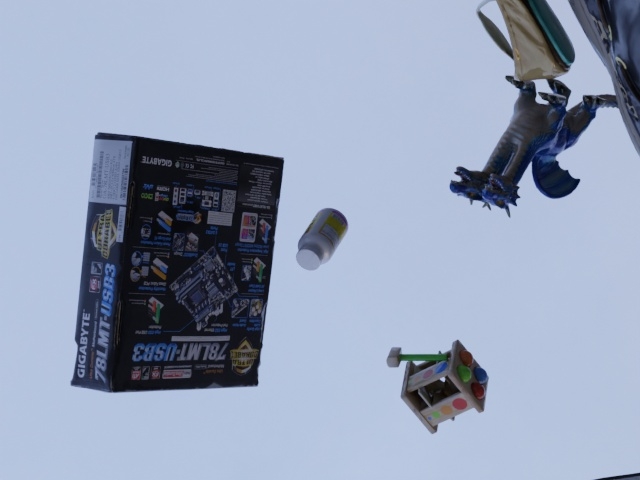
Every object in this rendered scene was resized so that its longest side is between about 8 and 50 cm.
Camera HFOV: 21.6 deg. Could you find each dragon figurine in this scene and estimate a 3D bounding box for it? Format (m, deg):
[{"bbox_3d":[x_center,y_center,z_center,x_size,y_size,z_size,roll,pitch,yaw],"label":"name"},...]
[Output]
[{"bbox_3d":[0.246,-0.102,1.846,0.085,0.144,0.289,28,-159,30],"label":"dragon figurine"}]

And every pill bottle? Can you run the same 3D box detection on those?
[{"bbox_3d":[0.000,0.000,1.967,0.043,0.043,0.083,46,-141,-11],"label":"pill bottle"}]

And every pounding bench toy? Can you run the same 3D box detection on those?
[{"bbox_3d":[0.108,0.121,1.527,0.083,0.065,0.052,50,-151,-22],"label":"pounding bench toy"}]

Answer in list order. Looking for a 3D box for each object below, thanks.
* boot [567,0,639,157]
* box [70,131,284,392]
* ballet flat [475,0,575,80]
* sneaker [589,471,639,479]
[{"bbox_3d":[0.360,-0.181,1.541,0.377,0.138,0.284,63,173,7],"label":"boot"},{"bbox_3d":[-0.165,0.031,1.998,0.295,0.073,0.293,4,-86,-56],"label":"box"},{"bbox_3d":[0.179,-0.257,1.681,0.232,0.073,0.080,62,-149,-21],"label":"ballet flat"},{"bbox_3d":[0.367,0.368,1.928,0.295,0.124,0.178,-8,-116,-9],"label":"sneaker"}]
